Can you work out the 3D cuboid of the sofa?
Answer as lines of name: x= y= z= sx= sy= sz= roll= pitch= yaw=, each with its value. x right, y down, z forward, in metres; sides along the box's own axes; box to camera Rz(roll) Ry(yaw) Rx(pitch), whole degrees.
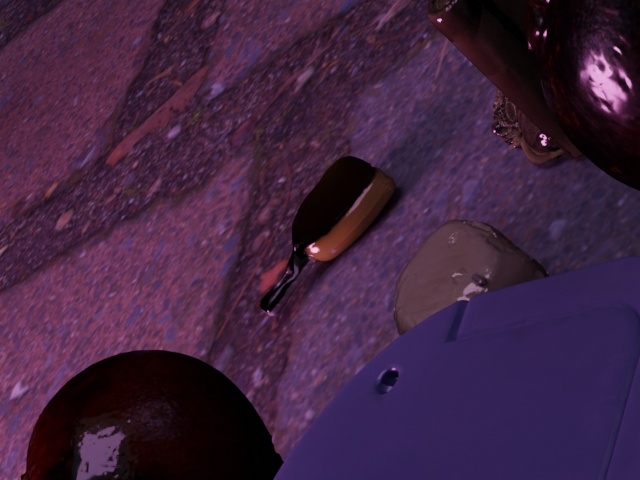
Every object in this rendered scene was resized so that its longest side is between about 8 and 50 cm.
sofa: x=0.151 y=-0.203 z=1.461 sx=0.182 sy=0.200 sz=0.258 roll=-37 pitch=31 yaw=20

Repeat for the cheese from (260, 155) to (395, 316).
cheese: x=0.000 y=-0.001 z=1.609 sx=0.162 sy=0.036 sz=0.086 roll=-52 pitch=29 yaw=-4

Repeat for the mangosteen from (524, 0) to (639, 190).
mangosteen: x=0.272 y=-0.155 z=1.154 sx=0.288 sy=0.288 sz=0.288 roll=-37 pitch=30 yaw=25

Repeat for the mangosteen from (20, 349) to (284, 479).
mangosteen: x=-0.092 y=0.192 z=1.354 sx=0.262 sy=0.235 sz=0.235 roll=-7 pitch=26 yaw=-11

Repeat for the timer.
timer: x=0.101 y=0.209 z=1.031 sx=0.395 sy=0.173 sz=0.395 roll=-36 pitch=31 yaw=26

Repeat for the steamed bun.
steamed bun: x=0.112 y=0.050 z=1.311 sx=0.112 sy=0.091 sz=0.130 roll=-54 pitch=25 yaw=-4
